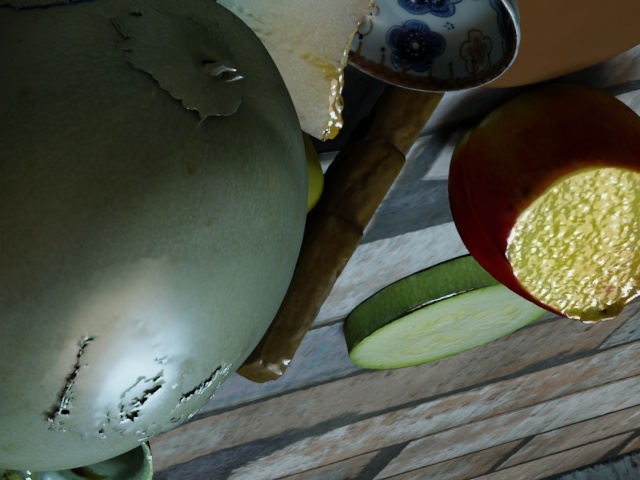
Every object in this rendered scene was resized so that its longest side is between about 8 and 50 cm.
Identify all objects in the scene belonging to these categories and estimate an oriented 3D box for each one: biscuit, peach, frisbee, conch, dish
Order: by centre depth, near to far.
[{"bbox_3d":[0.066,-0.167,1.151,0.141,0.078,0.141,14,149,8],"label":"dish"},{"bbox_3d":[0.197,-0.176,1.338,0.251,0.021,0.251,-19,162,-6],"label":"frisbee"},{"bbox_3d":[-0.001,-0.001,1.340,0.278,0.043,0.301,-56,-176,31],"label":"biscuit"},{"bbox_3d":[0.203,-0.029,1.504,0.190,0.192,0.190,-30,166,-8],"label":"peach"},{"bbox_3d":[-0.273,0.220,1.866,0.181,0.124,0.187,-4,135,-18],"label":"conch"}]

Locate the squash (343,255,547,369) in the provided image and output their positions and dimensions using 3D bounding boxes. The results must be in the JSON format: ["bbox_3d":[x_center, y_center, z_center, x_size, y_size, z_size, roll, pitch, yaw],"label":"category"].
[{"bbox_3d":[0.141,0.076,2.004,0.252,0.049,0.252,-16,162,-5],"label":"squash"}]

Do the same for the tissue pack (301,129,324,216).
[{"bbox_3d":[-0.089,-0.039,1.260,0.178,0.123,0.127,-27,170,12],"label":"tissue pack"}]

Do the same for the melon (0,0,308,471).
[{"bbox_3d":[-0.143,-0.011,1.052,0.268,0.268,0.330,-1,147,-46],"label":"melon"}]

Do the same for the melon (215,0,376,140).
[{"bbox_3d":[-0.011,-0.146,1.097,0.054,0.098,0.182,-39,159,-35],"label":"melon"}]
